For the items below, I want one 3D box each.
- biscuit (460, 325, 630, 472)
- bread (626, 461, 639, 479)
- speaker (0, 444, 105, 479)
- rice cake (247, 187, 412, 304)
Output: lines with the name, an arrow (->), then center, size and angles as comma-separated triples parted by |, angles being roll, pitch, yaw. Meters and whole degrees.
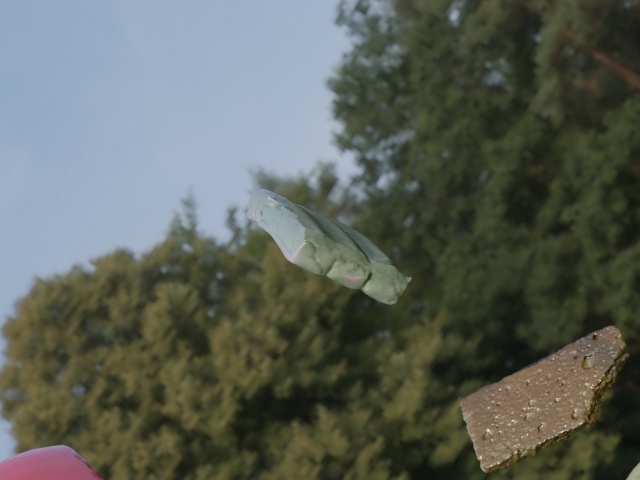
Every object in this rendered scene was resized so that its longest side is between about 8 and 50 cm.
biscuit -> 0.301, 0.207, 2.060 | 0.237, 0.131, 0.026 | -27, -47, 9
bread -> 0.434, 0.337, 1.650 | 0.156, 0.260, 0.158 | 35, -81, -34
speaker -> -0.220, 0.325, 1.407 | 0.294, 0.294, 0.294 | -47, -22, -25
rice cake -> 0.000, 0.000, 1.493 | 0.043, 0.127, 0.237 | -65, 18, 4
